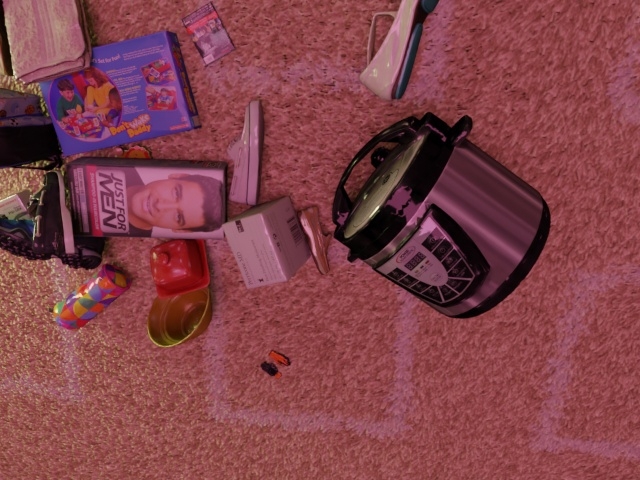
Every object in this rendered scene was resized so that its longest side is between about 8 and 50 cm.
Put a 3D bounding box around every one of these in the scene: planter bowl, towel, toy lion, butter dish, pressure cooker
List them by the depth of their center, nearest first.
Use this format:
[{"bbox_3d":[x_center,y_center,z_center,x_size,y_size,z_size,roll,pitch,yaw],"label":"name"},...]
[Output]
[{"bbox_3d":[0.243,-0.063,1.120,0.420,0.375,0.370,35,82,-7],"label":"pressure cooker"},{"bbox_3d":[-0.647,-0.515,1.136,0.187,0.049,0.282,-15,84,5],"label":"towel"},{"bbox_3d":[-0.498,-0.206,1.288,0.096,0.034,0.100,12,109,-9],"label":"toy lion"},{"bbox_3d":[-0.396,0.060,1.298,0.160,0.118,0.159,-16,73,9],"label":"butter dish"},{"bbox_3d":[-0.370,0.208,1.357,0.217,0.217,0.090,-31,139,12],"label":"planter bowl"}]

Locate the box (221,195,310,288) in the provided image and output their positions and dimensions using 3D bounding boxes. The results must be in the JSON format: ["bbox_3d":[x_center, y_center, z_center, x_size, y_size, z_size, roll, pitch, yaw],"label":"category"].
[{"bbox_3d":[-0.132,0.002,1.240,0.119,0.182,0.181,-15,104,24],"label":"box"}]

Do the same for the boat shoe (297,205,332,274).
[{"bbox_3d":[0.000,0.000,1.308,0.072,0.068,0.190,-20,106,-3],"label":"boat shoe"}]

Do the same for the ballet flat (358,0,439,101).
[{"bbox_3d":[0.192,-0.525,1.101,0.139,0.139,0.400,20,109,-3],"label":"ballet flat"}]

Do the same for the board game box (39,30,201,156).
[{"bbox_3d":[-0.501,-0.361,1.210,0.347,0.078,0.233,-10,107,6],"label":"board game box"}]

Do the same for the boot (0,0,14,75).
[{"bbox_3d":[-0.842,-0.517,1.182,0.165,0.077,0.213,5,111,4],"label":"boot"}]

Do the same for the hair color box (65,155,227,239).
[{"bbox_3d":[-0.431,-0.110,1.247,0.375,0.113,0.185,1,109,-6],"label":"hair color box"}]

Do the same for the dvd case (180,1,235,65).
[{"bbox_3d":[-0.273,-0.503,1.185,0.087,0.013,0.119,-26,104,11],"label":"dvd case"}]

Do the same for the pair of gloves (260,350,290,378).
[{"bbox_3d":[-0.135,0.374,1.463,0.074,0.010,0.083,34,109,-9],"label":"pair of gloves"}]

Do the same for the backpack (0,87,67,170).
[{"bbox_3d":[-0.814,-0.265,1.174,0.263,0.276,0.213,2,103,10],"label":"backpack"}]

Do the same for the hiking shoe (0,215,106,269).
[{"bbox_3d":[-0.729,-0.018,1.295,0.304,0.132,0.113,19,146,-19],"label":"hiking shoe"}]

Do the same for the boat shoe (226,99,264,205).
[{"bbox_3d":[-0.194,-0.222,1.234,0.088,0.096,0.267,6,115,0],"label":"boat shoe"}]

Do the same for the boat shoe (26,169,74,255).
[{"bbox_3d":[-0.679,-0.079,1.208,0.091,0.302,0.114,-7,129,-31],"label":"boat shoe"}]

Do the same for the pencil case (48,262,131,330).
[{"bbox_3d":[-0.653,0.159,1.379,0.236,0.104,0.104,-34,103,13],"label":"pencil case"}]

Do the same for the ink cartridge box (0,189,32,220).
[{"bbox_3d":[-0.824,-0.059,1.339,0.099,0.056,0.135,-21,106,10],"label":"ink cartridge box"}]
